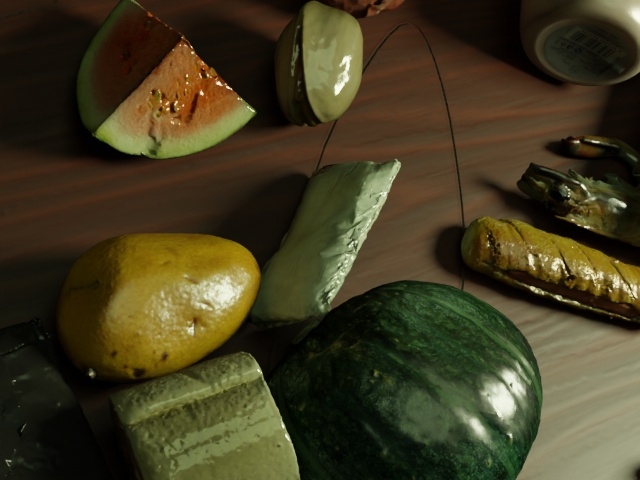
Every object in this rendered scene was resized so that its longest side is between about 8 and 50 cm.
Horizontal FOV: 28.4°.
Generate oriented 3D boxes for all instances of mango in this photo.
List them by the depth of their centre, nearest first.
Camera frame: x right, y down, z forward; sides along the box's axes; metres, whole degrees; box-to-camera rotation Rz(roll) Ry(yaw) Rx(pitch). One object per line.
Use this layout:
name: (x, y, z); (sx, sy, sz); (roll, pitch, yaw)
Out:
mango: (-0.157, 0.055, 1.248); (0.227, 0.109, 0.147); (-26, 74, -35)

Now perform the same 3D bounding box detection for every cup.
cup: (0.371, -0.305, 1.647); (0.253, 0.191, 0.200); (42, 52, -42)

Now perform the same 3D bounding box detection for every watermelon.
watermelon: (-0.164, -0.162, 1.370); (0.145, 0.137, 0.193); (42, 47, -45)

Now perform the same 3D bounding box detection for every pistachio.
pistachio: (-0.004, -0.199, 1.448); (0.113, 0.113, 0.149); (16, 59, -17)

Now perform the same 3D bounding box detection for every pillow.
pillow: (0.000, 0.000, 1.345); (0.051, 0.128, 0.229); (51, 49, -31)

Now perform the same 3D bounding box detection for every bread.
bread: (-0.109, 0.191, 1.172); (0.141, 0.134, 0.148); (-18, 80, -15)

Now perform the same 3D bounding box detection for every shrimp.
shrimp: (0.359, -0.074, 1.590); (0.253, 0.058, 0.173); (19, 51, -19)

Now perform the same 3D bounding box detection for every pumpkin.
pumpkin: (0.093, 0.158, 1.263); (0.263, 0.197, 0.293); (46, 53, 5)

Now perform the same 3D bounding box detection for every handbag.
handbag: (-0.315, 0.197, 1.122); (0.247, 0.080, 0.223); (-18, 74, -31)

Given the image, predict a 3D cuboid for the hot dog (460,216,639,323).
hot dog: (0.301, 0.036, 1.503); (0.286, 0.061, 0.088); (15, 49, -19)

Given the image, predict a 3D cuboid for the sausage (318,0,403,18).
sausage: (0.065, -0.393, 1.553); (0.152, 0.152, 0.280); (25, 57, -12)
